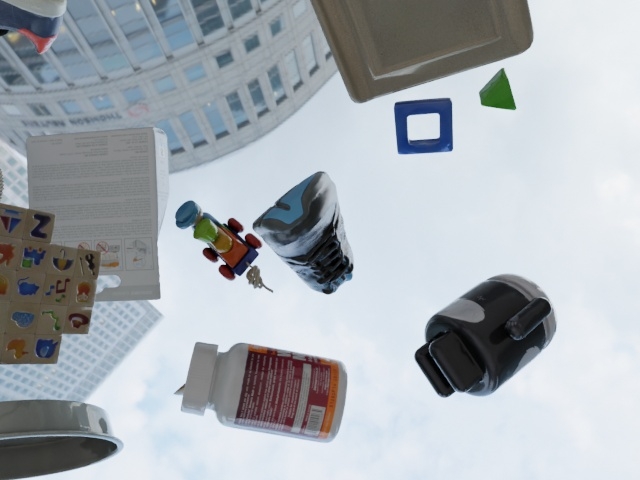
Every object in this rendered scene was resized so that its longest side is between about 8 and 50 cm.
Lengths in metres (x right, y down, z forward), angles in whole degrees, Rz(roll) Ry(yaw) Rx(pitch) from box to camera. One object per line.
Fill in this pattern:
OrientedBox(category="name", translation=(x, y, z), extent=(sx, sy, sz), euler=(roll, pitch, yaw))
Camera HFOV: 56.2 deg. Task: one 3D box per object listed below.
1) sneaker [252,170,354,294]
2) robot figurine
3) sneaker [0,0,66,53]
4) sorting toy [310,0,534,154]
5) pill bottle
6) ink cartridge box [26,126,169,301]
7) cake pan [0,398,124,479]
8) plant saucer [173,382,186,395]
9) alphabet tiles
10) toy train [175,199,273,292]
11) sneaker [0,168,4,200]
OrientedBox(category="sneaker", translation=(0.000, 0.000, 0.862), extent=(0.125, 0.341, 0.140), euler=(-37, -98, 1))
OrientedBox(category="robot figurine", translation=(0.306, 0.175, 1.094), extent=(0.278, 0.174, 0.209), euler=(-28, -152, -29))
OrientedBox(category="sneaker", translation=(-0.689, -0.481, 1.178), extent=(0.350, 0.148, 0.131), euler=(24, -143, -9))
OrientedBox(category="sorting toy", translation=(0.093, -0.248, 0.590), extent=(0.196, 0.348, 0.047), euler=(-14, -146, 20))
OrientedBox(category="pill bottle", translation=(-0.080, 0.214, 0.862), extent=(0.221, 0.121, 0.121), euler=(12, -116, -7))
OrientedBox(category="ink cartridge box", translation=(-0.503, -0.055, 1.374), extent=(0.308, 0.091, 0.385), euler=(-3, -89, 7))
OrientedBox(category="cake pan", translation=(-0.436, 0.290, 0.859), extent=(0.293, 0.293, 0.054), euler=(-12, -118, 2))
OrientedBox(category="plant saucer", translation=(-0.227, 0.253, 1.077), extent=(0.083, 0.083, 0.015), euler=(-40, -91, -12))
OrientedBox(category="alphabet tiles", translation=(-0.385, 0.056, 0.749), extent=(0.009, 0.237, 0.198), euler=(5, -96, 35))
OrientedBox(category="toy train", translation=(-0.189, 0.010, 1.183), extent=(0.105, 0.143, 0.248), euler=(-50, -139, -2))
OrientedBox(category="sneaker", translation=(-0.765, -0.091, 1.343), extent=(0.083, 0.069, 0.186), euler=(2, -88, -7))
